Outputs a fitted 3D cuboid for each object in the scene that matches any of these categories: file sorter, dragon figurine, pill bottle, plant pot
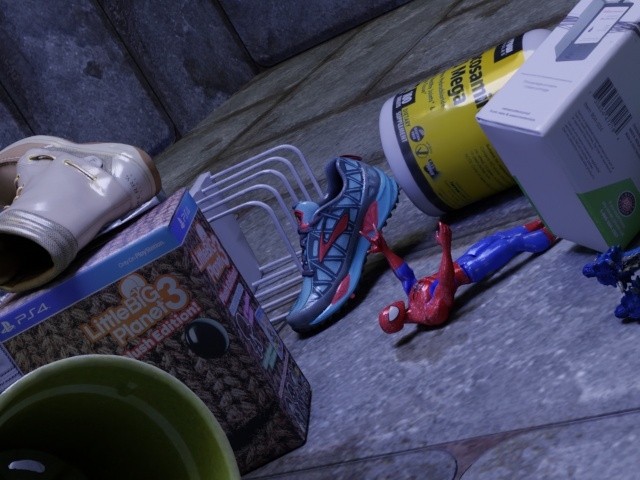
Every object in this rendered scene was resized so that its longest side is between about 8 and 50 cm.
[{"bbox_3d":[-0.095,-0.003,1.859,0.173,0.193,0.277,-23,17,17],"label":"file sorter"},{"bbox_3d":[0.385,-0.010,1.151,0.289,0.085,0.144,-23,19,42],"label":"dragon figurine"},{"bbox_3d":[0.264,-0.175,1.714,0.334,0.188,0.188,-24,17,25],"label":"pill bottle"},{"bbox_3d":[-0.254,0.274,1.215,0.276,0.276,0.254,-42,7,-35],"label":"plant pot"}]

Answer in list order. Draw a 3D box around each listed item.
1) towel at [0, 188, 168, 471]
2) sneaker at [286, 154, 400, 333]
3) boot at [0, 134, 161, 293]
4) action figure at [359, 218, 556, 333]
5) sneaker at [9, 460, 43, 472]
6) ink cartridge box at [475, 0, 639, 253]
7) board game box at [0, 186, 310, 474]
[{"bbox_3d":[-0.259,0.120,1.511,0.312,0.324,0.056,-33,10,-9],"label":"towel"},{"bbox_3d":[0.000,0.000,1.691,0.104,0.125,0.262,-18,42,60],"label":"sneaker"},{"bbox_3d":[-0.334,-0.029,1.402,0.262,0.095,0.203,4,36,32],"label":"boot"},{"bbox_3d":[0.166,-0.002,1.470,0.280,0.139,0.091,-37,15,-12],"label":"action figure"},{"bbox_3d":[-0.301,0.216,1.704,0.296,0.104,0.147,-36,21,-3],"label":"sneaker"},{"bbox_3d":[0.332,-0.153,1.369,0.273,0.198,0.115,-47,33,-14],"label":"ink cartridge box"},{"bbox_3d":[-0.183,0.131,1.397,0.232,0.291,0.141,-29,15,11],"label":"board game box"}]
